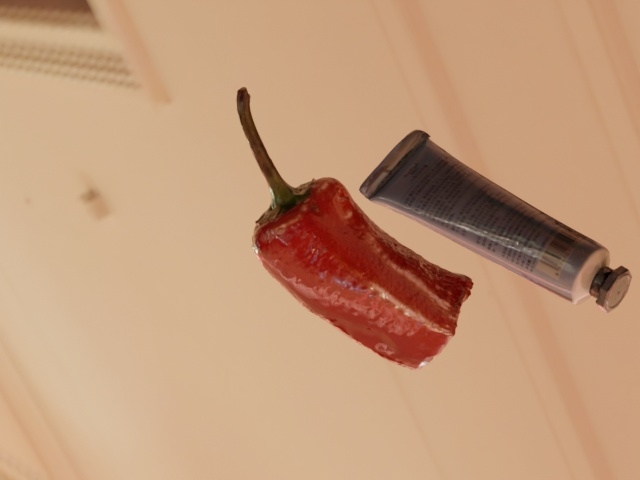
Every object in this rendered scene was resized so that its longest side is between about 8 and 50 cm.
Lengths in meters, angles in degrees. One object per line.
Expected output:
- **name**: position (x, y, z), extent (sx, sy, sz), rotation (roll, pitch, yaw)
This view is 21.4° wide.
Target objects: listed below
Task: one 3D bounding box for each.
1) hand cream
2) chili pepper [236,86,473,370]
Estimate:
- **hand cream**: position (0.154, -0.017, 1.463), extent (0.256, 0.055, 0.088), rotation (32, -110, 28)
- **chili pepper**: position (-0.003, 0.004, 1.827), extent (0.131, 0.338, 0.134), rotation (-44, -166, 40)
